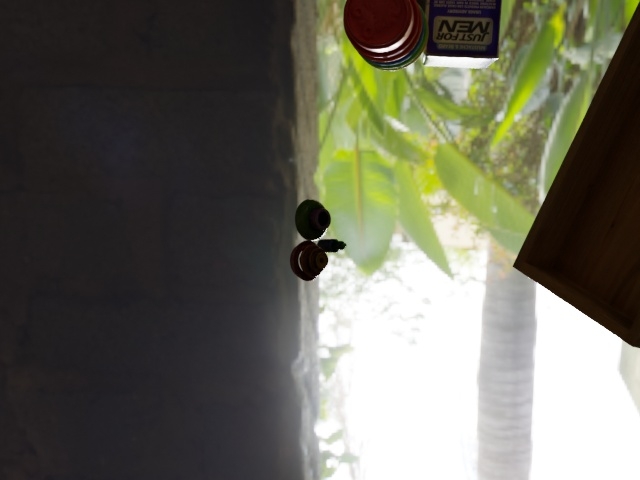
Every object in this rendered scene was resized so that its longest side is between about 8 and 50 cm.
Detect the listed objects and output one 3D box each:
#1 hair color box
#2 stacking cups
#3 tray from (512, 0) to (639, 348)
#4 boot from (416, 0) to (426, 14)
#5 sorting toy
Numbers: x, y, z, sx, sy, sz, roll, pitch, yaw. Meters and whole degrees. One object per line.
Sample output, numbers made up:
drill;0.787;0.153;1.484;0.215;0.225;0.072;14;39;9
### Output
hair color box;0.203;-0.419;1.268;0.110;0.339;0.185;5;-173;5
stacking cups;0.076;-0.236;0.974;0.096;0.096;0.316;1;-172;4
tray;0.391;-0.104;1.022;0.076;0.411;0.203;14;-164;-35
boot;0.206;-0.479;1.457;0.220;0.283;0.109;-41;-178;-7
sorting toy;0.000;0.000;1.086;0.061;0.102;0.042;20;164;-41
